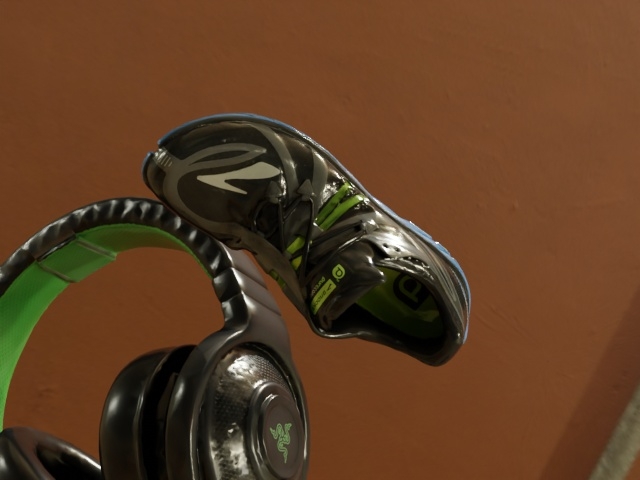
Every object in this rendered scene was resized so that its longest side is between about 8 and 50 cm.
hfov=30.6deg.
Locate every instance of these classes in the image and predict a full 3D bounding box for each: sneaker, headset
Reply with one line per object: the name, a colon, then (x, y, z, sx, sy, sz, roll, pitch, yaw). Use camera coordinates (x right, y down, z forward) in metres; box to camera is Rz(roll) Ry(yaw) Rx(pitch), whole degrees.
sneaker: (0.000, 0.000, 0.577, 0.188, 0.078, 0.067, 33, -71, -14)
headset: (-0.102, 0.162, 0.718, 0.243, 0.185, 0.394, -31, -125, 16)
